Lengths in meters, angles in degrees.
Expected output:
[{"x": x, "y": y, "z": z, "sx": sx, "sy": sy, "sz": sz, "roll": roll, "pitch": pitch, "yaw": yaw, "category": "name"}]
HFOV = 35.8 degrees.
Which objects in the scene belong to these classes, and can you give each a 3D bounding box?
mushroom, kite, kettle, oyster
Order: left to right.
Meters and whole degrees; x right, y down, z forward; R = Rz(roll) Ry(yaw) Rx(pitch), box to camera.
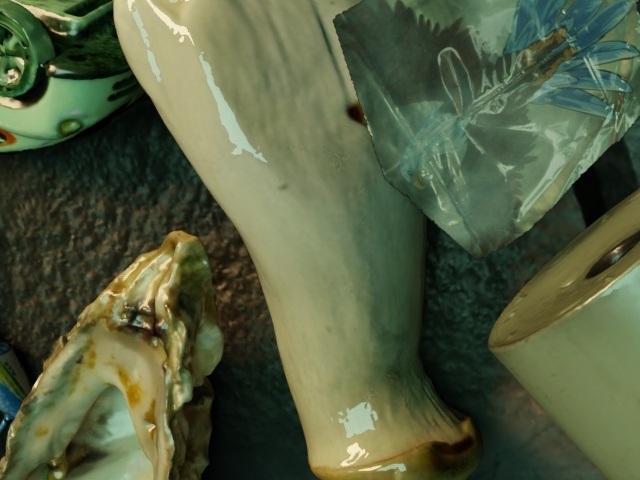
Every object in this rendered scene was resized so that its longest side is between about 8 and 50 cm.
[{"x": -0.141, "y": 0.137, "z": 0.649, "sx": 0.166, "sy": 0.110, "sz": 0.341, "roll": 23, "pitch": 107, "yaw": 16, "category": "oyster"}, {"x": 0.000, "y": 0.000, "z": 0.576, "sx": 0.159, "sy": 0.122, "sz": 0.328, "roll": -15, "pitch": 98, "yaw": -4, "category": "mushroom"}, {"x": 0.163, "y": -0.118, "z": 0.523, "sx": 0.310, "sy": 0.015, "sz": 0.169, "roll": -31, "pitch": 120, "yaw": -2, "category": "kite"}, {"x": 0.252, "y": 0.076, "z": 0.518, "sx": 0.240, "sy": 0.165, "sz": 0.255, "roll": -42, "pitch": 87, "yaw": -12, "category": "kettle"}]

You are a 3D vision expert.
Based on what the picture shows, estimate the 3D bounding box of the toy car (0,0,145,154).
[{"x": -0.237, "y": -0.132, "z": 0.620, "sx": 0.306, "sy": 0.136, "sz": 0.125, "roll": 17, "pitch": 124, "yaw": 13, "category": "toy car"}]

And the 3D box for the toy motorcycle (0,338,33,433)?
[{"x": -0.293, "y": 0.031, "z": 0.682, "sx": 0.136, "sy": 0.092, "sz": 0.254, "roll": -28, "pitch": 100, "yaw": 8, "category": "toy motorcycle"}]
